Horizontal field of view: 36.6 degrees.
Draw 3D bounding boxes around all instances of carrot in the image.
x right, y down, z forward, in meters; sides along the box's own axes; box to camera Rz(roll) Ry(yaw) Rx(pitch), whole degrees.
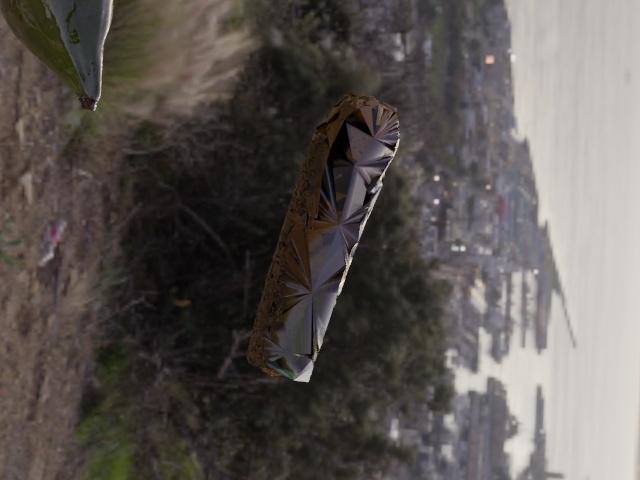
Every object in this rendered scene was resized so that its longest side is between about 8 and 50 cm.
[{"bbox_3d":[0.000,0.000,0.742,0.069,0.069,0.229,19,90,-68],"label":"carrot"}]

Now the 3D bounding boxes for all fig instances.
[{"bbox_3d":[-0.286,-0.245,1.054,0.126,0.133,0.185,33,43,-57],"label":"fig"}]
